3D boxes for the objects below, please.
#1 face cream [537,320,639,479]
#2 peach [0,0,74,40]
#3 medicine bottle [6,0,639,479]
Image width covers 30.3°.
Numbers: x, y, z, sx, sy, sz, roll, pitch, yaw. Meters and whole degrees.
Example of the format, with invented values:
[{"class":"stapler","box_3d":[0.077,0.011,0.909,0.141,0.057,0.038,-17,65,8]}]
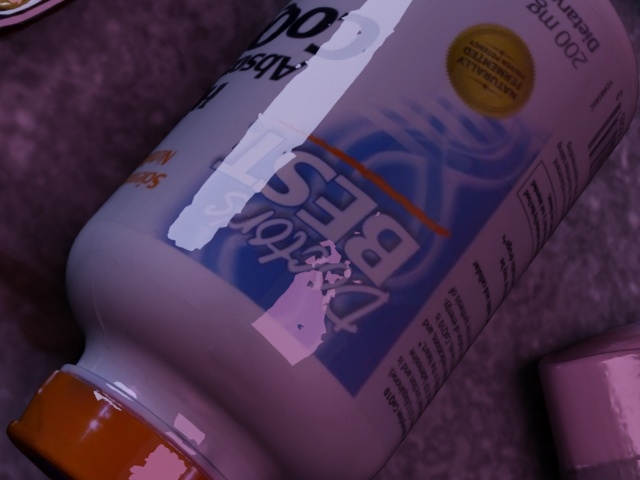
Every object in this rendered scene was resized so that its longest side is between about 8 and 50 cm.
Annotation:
[{"class":"face cream","box_3d":[0.193,0.176,0.622,0.107,0.073,0.269,-17,92,-30]},{"class":"peach","box_3d":[-0.141,-0.197,0.506,0.189,0.068,0.279,37,73,-9]},{"class":"medicine bottle","box_3d":[0.000,0.000,0.501,0.157,0.157,0.289,45,68,-15]}]
